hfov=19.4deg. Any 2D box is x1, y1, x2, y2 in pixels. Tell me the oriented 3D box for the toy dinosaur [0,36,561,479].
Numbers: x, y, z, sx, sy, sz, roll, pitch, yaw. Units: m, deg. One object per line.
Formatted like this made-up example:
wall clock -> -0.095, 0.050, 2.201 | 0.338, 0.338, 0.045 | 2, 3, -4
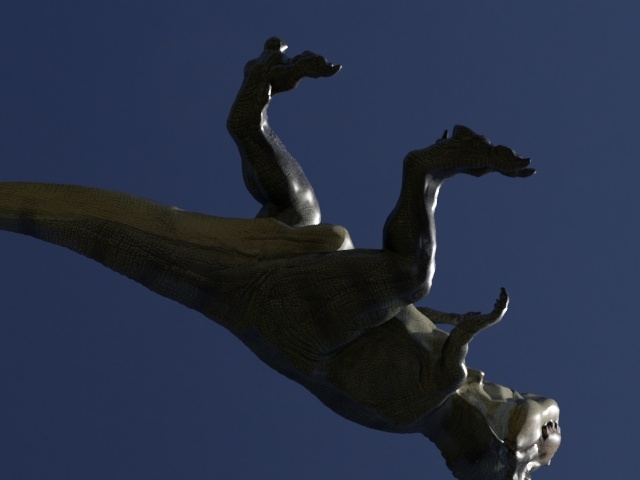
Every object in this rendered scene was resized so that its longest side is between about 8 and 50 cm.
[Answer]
toy dinosaur -> 0.000, 0.000, 0.661 | 0.268, 0.064, 0.118 | 27, -88, -19
